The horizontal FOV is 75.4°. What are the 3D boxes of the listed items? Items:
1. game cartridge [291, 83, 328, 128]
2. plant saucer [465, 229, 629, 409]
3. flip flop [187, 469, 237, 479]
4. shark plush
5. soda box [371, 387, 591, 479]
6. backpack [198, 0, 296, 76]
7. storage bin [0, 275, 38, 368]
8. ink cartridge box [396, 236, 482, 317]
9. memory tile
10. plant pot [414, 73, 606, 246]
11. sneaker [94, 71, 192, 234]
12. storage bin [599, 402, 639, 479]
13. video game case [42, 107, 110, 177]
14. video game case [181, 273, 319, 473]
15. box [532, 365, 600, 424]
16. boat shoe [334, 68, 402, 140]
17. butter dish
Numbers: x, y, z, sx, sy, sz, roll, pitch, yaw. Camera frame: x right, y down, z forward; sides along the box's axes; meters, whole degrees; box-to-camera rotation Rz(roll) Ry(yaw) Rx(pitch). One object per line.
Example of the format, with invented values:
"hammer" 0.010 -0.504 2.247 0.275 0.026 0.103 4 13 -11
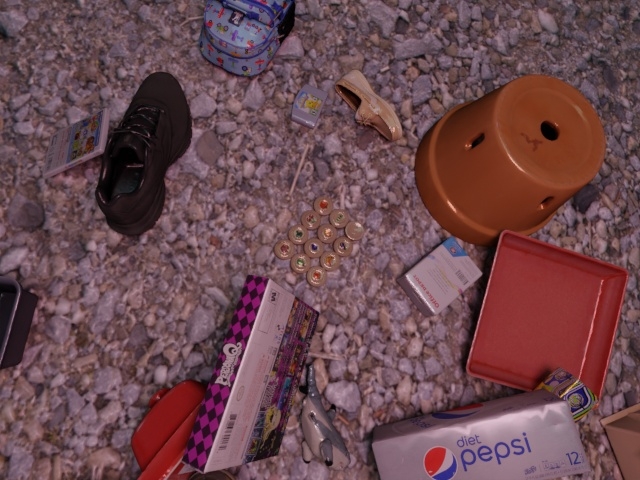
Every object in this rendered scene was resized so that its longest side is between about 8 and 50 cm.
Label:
"game cartridge" -0.024 -0.260 0.798 0.055 0.017 0.084 21 74 -1
"plant saucer" 0.399 0.140 0.744 0.258 0.048 0.260 17 85 -6
"flip flop" -0.125 0.439 0.570 0.112 0.080 0.278 -13 92 -3
"shark plush" -0.001 0.285 0.666 0.067 0.073 0.161 -5 60 -36
"soda box" 0.226 0.308 0.622 0.285 0.091 0.098 -16 79 7
"backpack" -0.142 -0.403 0.760 0.158 0.117 0.174 28 76 -2
"storage bin" -0.467 0.122 0.584 0.098 0.091 0.135 8 74 -9
"ink cartridge box" 0.211 0.066 0.743 0.122 0.052 0.089 -36 85 -17
"memory tile" 0.000 0.000 0.741 0.113 0.012 0.148 41 73 1
"plant pot" 0.345 -0.150 0.743 0.290 0.203 0.292 3 76 -11
"sneaker" -0.281 -0.156 0.667 0.108 0.130 0.287 8 74 -6
"storage bin" 0.671 0.409 0.709 0.260 0.123 0.263 -14 79 -13
"video game case" -0.392 -0.157 0.666 0.121 0.011 0.087 -17 61 17
"video game case" -0.079 0.187 0.584 0.041 0.210 0.232 10 73 23
"box" 0.367 0.293 0.684 0.054 0.059 0.169 43 94 -4
"boat shoe" 0.089 -0.250 0.796 0.059 0.063 0.170 -33 75 -13
"butter dish" -0.197 0.257 0.588 0.118 0.160 0.160 31 71 25
